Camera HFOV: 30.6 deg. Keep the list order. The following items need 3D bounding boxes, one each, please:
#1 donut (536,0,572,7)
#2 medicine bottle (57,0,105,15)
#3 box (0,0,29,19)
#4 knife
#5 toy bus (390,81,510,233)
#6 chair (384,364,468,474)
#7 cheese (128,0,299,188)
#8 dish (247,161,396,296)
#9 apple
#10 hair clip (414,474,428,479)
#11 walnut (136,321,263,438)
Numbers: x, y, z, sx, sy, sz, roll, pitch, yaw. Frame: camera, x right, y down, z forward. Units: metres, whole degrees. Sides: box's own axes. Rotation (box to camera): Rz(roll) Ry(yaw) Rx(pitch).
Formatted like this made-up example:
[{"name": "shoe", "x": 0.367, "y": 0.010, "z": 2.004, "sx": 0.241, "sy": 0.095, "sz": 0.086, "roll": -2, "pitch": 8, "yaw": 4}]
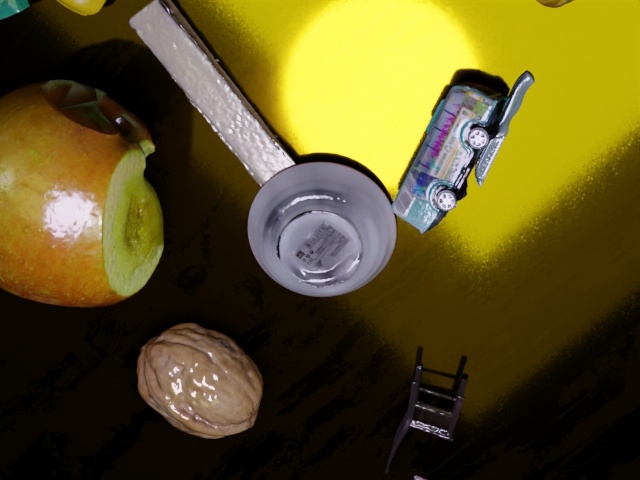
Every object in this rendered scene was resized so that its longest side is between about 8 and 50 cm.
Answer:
[{"name": "donut", "x": 0.305, "y": -0.464, "z": 1.728, "sx": 0.261, "sy": 0.208, "sz": 0.128, "roll": 42, "pitch": 111, "yaw": -13}, {"name": "medicine bottle", "x": -0.336, "y": -0.507, "z": 1.883, "sx": 0.111, "sy": 0.076, "sz": 0.309, "roll": 35, "pitch": 113, "yaw": -8}, {"name": "box", "x": -0.670, "y": -0.451, "z": 1.944, "sx": 0.336, "sy": 0.106, "sz": 0.264, "roll": -19, "pitch": 106, "yaw": 16}, {"name": "knife", "x": 0.299, "y": -0.183, "z": 1.940, "sx": 0.028, "sy": 0.015, "sz": 0.210, "roll": 22, "pitch": 113, "yaw": -6}, {"name": "toy bus", "x": 0.214, "y": -0.137, "z": 1.929, "sx": 0.109, "sy": 0.091, "sz": 0.262, "roll": 32, "pitch": 112, "yaw": 15}, {"name": "chair", "x": 0.191, "y": 0.344, "z": 2.127, "sx": 0.101, "sy": 0.084, "sz": 0.212, "roll": 16, "pitch": 113, "yaw": 7}, {"name": "cheese", "x": -0.171, "y": -0.237, "z": 1.987, "sx": 0.085, "sy": 0.034, "sz": 0.400, "roll": -34, "pitch": 102, "yaw": 24}, {"name": "dish", "x": 0.000, "y": 0.000, "z": 2.005, "sx": 0.260, "sy": 0.085, "sz": 0.260, "roll": 1, "pitch": 116, "yaw": 3}, {"name": "apple", "x": -0.420, "y": -0.083, "z": 1.945, "sx": 0.384, "sy": 0.374, "sz": 0.374, "roll": 19, "pitch": 116, "yaw": -31}, {"name": "hair clip", "x": 0.159, "y": 0.521, "z": 2.219, "sx": 0.116, "sy": 0.049, "sz": 0.172, "roll": 26, "pitch": 118, "yaw": 3}, {"name": "walnut", "x": -0.214, "y": 0.254, "z": 2.100, "sx": 0.245, "sy": 0.198, "sz": 0.198, "roll": 39, "pitch": 112, "yaw": -3}]
